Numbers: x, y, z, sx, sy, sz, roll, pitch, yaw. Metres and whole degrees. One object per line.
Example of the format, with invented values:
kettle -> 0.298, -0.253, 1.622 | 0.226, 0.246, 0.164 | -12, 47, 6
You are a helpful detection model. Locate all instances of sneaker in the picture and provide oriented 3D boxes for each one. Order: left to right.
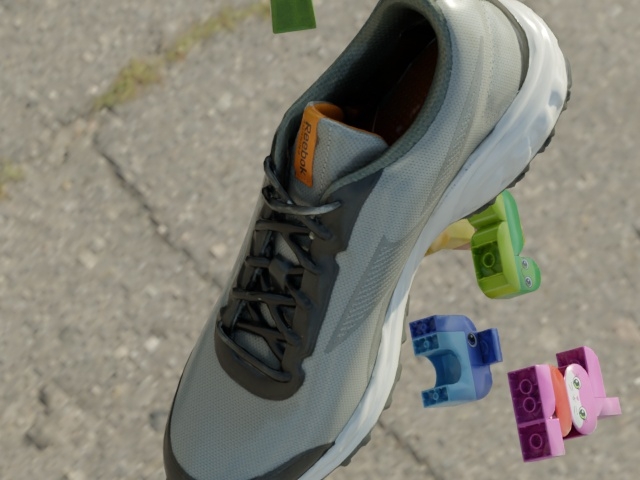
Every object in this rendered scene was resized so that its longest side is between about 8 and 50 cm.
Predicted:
sneaker -> 0.000, 0.000, 0.822 | 0.100, 0.271, 0.108 | 34, 7, 35

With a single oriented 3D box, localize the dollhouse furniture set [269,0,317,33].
dollhouse furniture set -> -0.028, -0.251, 1.541 | 0.076, 0.058, 0.151 | -9, 59, -1

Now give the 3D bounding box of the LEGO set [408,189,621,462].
LEGO set -> 0.098, 0.010, 1.005 | 0.093, 0.087, 0.227 | 3, 73, -47
